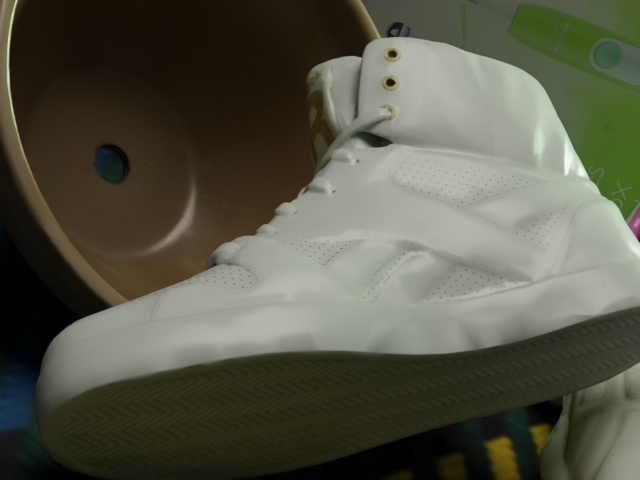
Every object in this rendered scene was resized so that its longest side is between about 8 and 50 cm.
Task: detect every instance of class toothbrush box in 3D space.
[{"bbox_3d":[0.143,-0.101,0.975,0.283,0.206,0.122,23,24,-2],"label":"toothbrush box"}]

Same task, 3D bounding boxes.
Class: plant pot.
[{"bbox_3d":[-0.078,-0.049,0.725,0.237,0.110,0.237,14,67,-37],"label":"plant pot"}]

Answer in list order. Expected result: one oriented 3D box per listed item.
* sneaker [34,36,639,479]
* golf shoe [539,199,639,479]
[{"bbox_3d":[0.000,0.000,0.651,0.292,0.108,0.169,-8,59,-28],"label":"sneaker"},{"bbox_3d":[0.175,0.071,0.718,0.115,0.140,0.306,19,25,-12],"label":"golf shoe"}]
